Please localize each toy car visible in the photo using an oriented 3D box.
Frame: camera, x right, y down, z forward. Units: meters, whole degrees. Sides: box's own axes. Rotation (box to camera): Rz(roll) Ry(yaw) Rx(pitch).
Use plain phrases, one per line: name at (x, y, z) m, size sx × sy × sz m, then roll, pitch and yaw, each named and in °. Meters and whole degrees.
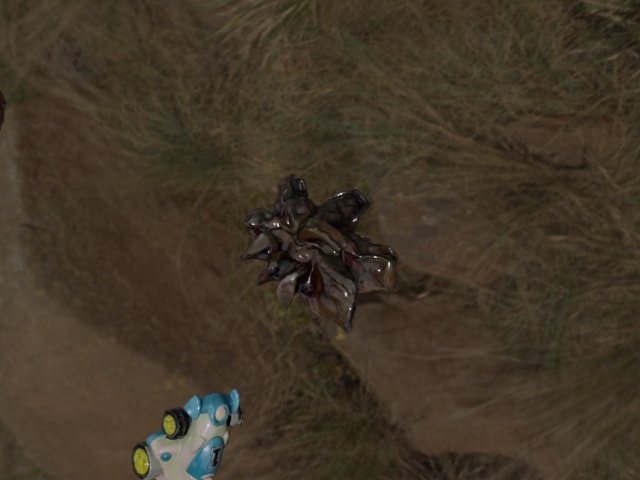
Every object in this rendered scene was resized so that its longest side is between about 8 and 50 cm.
toy car at (-0.152, 0.271, 1.069) m, size 0.161 × 0.126 × 0.098 m, roll -51°, pitch 58°, yaw 31°

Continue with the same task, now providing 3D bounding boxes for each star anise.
star anise at (0.006, 0.004, 1.077) m, size 0.220 × 0.214 × 0.099 m, roll 27°, pitch 142°, yaw 11°

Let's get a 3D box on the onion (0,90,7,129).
onion at (-0.570, -0.163, 1.193) m, size 0.230 × 0.163 × 0.229 m, roll -10°, pitch 68°, yaw 26°
